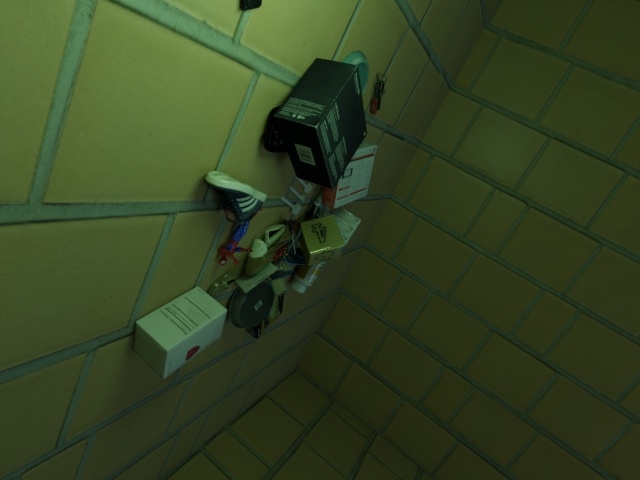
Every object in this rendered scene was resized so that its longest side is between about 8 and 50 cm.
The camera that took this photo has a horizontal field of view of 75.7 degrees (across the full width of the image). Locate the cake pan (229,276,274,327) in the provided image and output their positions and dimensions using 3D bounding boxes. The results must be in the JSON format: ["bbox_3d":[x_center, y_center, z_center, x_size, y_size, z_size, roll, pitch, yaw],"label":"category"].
[{"bbox_3d":[-0.338,0.319,2.098,0.293,0.054,0.294,-34,134,-44],"label":"cake pan"}]

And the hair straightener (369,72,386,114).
[{"bbox_3d":[0.295,-0.756,2.094,0.089,0.047,0.231,-49,156,-24],"label":"hair straightener"}]

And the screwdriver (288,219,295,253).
[{"bbox_3d":[-0.130,-0.016,1.959,0.024,0.025,0.170,-27,109,-54],"label":"screwdriver"}]

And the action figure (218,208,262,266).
[{"bbox_3d":[-0.308,-0.001,1.655,0.281,0.139,0.091,-56,161,5],"label":"action figure"}]

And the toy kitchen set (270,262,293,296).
[{"bbox_3d":[-0.216,0.215,2.142,0.122,0.166,0.207,-28,163,16],"label":"toy kitchen set"}]

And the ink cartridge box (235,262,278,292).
[{"bbox_3d":[-0.283,0.174,1.875,0.181,0.224,0.056,-38,112,-15],"label":"ink cartridge box"}]

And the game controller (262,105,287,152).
[{"bbox_3d":[-0.107,-0.420,1.566,0.319,0.067,0.167,-24,143,-60],"label":"game controller"}]

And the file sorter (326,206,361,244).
[{"bbox_3d":[0.074,-0.068,2.438,0.278,0.192,0.173,-57,159,1],"label":"file sorter"}]

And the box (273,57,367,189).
[{"bbox_3d":[0.018,-0.430,1.547,0.313,0.178,0.343,-58,155,-22],"label":"box"}]

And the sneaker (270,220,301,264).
[{"bbox_3d":[-0.175,0.029,2.093,0.262,0.104,0.125,-52,164,-15],"label":"sneaker"}]

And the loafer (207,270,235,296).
[{"bbox_3d":[-0.430,0.196,1.796,0.148,0.050,0.056,-48,160,-27],"label":"loafer"}]

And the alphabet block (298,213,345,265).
[{"bbox_3d":[0.000,0.000,2.206,0.196,0.194,0.192,-15,159,-12],"label":"alphabet block"}]

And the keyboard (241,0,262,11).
[{"bbox_3d":[-0.175,-0.675,1.028,0.108,0.023,0.180,-48,160,-45],"label":"keyboard"}]

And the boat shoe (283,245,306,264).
[{"bbox_3d":[-0.124,0.085,2.320,0.089,0.108,0.258,-64,163,10],"label":"boat shoe"}]

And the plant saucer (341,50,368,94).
[{"bbox_3d":[0.124,-0.660,1.800,0.318,0.043,0.318,-49,160,-25],"label":"plant saucer"}]

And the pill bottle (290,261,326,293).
[{"bbox_3d":[-0.083,0.201,2.569,0.246,0.136,0.136,-58,162,5],"label":"pill bottle"}]

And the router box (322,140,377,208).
[{"bbox_3d":[0.158,-0.355,2.193,0.335,0.082,0.302,-25,133,-49],"label":"router box"}]

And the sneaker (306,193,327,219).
[{"bbox_3d":[-0.029,-0.138,2.244,0.132,0.086,0.229,-37,144,-35],"label":"sneaker"}]

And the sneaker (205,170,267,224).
[{"bbox_3d":[-0.301,-0.134,1.436,0.148,0.131,0.350,-62,162,3],"label":"sneaker"}]

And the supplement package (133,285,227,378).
[{"bbox_3d":[-0.533,0.344,1.576,0.293,0.175,0.178,-34,152,-50],"label":"supplement package"}]

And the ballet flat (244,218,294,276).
[{"bbox_3d":[-0.243,0.016,1.910,0.342,0.116,0.124,-45,139,-33],"label":"ballet flat"}]

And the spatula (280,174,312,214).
[{"bbox_3d":[-0.112,-0.218,1.973,0.168,0.019,0.242,-56,162,0],"label":"spatula"}]

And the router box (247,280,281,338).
[{"bbox_3d":[-0.318,0.398,2.382,0.243,0.081,0.309,-44,158,-34],"label":"router box"}]
